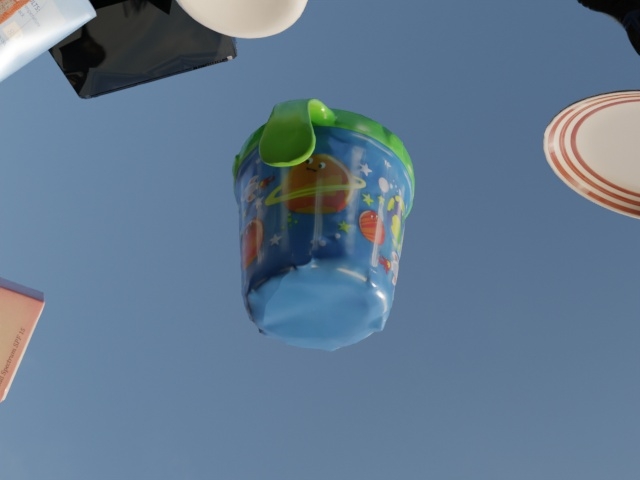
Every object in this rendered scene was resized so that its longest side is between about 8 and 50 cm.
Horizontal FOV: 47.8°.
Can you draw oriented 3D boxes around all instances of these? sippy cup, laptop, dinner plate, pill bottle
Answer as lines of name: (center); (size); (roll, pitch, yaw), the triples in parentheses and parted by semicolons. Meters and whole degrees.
sippy cup: (0.000, 0.000, 0.868); (0.240, 0.306, 0.224); (-35, -144, 35)
laptop: (-0.248, -0.299, 1.033); (0.235, 0.264, 0.136); (-15, -65, 0)
dinner plate: (0.211, -0.052, 0.451); (0.141, 0.141, 0.017); (13, -112, 28)
pill bottle: (-0.056, -0.319, 0.675); (0.131, 0.130, 0.245); (-12, -126, 31)

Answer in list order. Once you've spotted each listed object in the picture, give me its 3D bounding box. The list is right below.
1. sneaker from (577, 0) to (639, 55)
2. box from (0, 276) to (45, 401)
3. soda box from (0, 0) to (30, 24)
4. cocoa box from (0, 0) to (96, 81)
sneaker: (0.278, -0.211, 0.615); (0.080, 0.081, 0.211); (-44, -120, 42)
box: (-0.509, 0.103, 0.965); (0.127, 0.233, 0.148); (5, -107, 69)
soda box: (-0.276, -0.192, 0.560); (0.183, 0.058, 0.063); (-16, -48, 36)
cocoa box: (-0.432, -0.313, 0.686); (0.228, 0.231, 0.347); (29, -25, 45)
